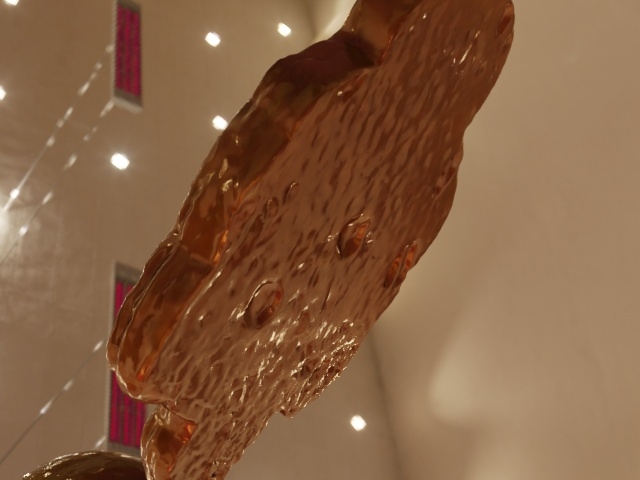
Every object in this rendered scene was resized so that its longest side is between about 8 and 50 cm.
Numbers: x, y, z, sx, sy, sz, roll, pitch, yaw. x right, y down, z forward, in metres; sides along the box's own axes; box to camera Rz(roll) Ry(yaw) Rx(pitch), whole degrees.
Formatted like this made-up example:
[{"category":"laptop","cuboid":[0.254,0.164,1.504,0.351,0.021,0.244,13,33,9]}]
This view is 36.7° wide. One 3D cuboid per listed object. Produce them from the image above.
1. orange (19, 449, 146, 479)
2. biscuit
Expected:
[{"category":"orange","cuboid":[-0.201,0.333,0.913,0.279,0.279,0.235,42,-118,-3]},{"category":"biscuit","cuboid":[-0.003,-0.002,0.582,0.051,0.375,0.269,34,-175,26]}]
